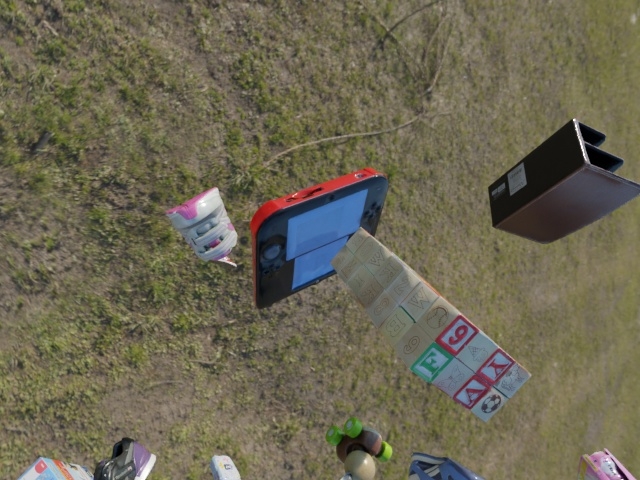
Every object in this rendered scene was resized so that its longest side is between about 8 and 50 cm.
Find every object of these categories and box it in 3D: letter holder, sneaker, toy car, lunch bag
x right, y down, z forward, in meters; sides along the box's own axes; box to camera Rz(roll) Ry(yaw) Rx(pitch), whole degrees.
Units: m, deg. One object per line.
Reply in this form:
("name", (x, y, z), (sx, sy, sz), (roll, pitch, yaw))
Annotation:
("letter holder", (0.646, -0.138, 1.106), (0.214, 0.302, 0.152), (17, 58, -14))
("sneaker", (0.161, 0.317, 0.531), (0.053, 0.144, 0.059), (33, 60, -3))
("sneaker", (-0.210, -0.021, 0.785), (0.102, 0.252, 0.111), (-28, 86, -5))
("sneaker", (-0.385, 0.068, 1.633), (0.118, 0.042, 0.067), (19, 49, -8))
("toy car", (0.096, 0.620, 1.124), (0.155, 0.149, 0.188), (43, 31, -13))
("sneaker", (-0.520, 0.612, 1.000), (0.107, 0.283, 0.124), (-35, 104, 10))
("lunch bag", (-0.208, 0.523, 0.909), (0.053, 0.071, 0.083), (-33, 126, -19))

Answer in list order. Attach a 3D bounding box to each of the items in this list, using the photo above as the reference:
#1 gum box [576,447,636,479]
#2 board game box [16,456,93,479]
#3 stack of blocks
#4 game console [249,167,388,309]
("gum box", (0.562, 0.513, 0.798), (0.062, 0.107, 0.189), (-12, 116, -5))
("board game box", (-0.731, 0.822, 1.255), (0.086, 0.308, 0.302), (-45, 158, -26))
("stack of blocks", (0.143, 0.106, 0.622), (0.171, 0.297, 0.087), (38, 96, -27))
("game console", (0.000, 0.000, 1.054), (0.386, 0.060, 0.342), (-22, 139, -27))
